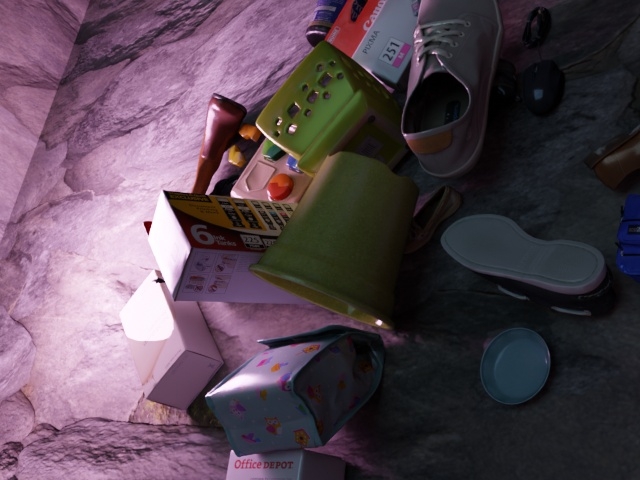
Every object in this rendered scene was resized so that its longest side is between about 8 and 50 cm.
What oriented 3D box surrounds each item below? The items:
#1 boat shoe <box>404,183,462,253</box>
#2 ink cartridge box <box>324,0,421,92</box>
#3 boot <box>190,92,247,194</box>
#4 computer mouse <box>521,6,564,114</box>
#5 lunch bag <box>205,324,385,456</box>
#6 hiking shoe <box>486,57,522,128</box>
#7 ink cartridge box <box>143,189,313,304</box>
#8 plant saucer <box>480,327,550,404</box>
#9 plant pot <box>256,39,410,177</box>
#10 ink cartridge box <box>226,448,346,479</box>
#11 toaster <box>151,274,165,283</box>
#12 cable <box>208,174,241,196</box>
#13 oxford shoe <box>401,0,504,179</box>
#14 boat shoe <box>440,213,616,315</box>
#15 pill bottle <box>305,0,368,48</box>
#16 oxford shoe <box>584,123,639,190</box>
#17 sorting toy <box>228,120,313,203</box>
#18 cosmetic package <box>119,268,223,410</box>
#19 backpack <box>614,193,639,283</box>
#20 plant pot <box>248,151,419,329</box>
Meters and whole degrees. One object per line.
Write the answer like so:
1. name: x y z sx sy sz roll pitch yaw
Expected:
1. boat shoe: 0.191 -0.040 1.391 0.153 0.048 0.056 -44 42 20
2. ink cartridge box: 0.144 -0.489 1.633 0.239 0.060 0.275 32 92 24
3. boot: -0.287 -0.210 1.903 0.280 0.096 0.264 -68 11 -14
4. computer mouse: 0.387 -0.327 1.356 0.071 0.041 0.242 -23 52 39
5. lunch bag: -0.031 0.244 1.341 0.223 0.160 0.262 -18 13 40
6. hiking shoe: 0.260 -0.243 1.407 0.227 0.086 0.114 -30 45 32
7. ink cartridge box: -0.173 -0.003 1.535 0.272 0.310 0.130 54 130 46
8. plant saucer: 0.299 0.192 1.154 0.119 0.021 0.119 -25 51 36
9. plant pot: 0.045 -0.222 1.530 0.228 0.227 0.207 -48 46 15
10. ink cartridge box: -0.075 0.501 1.304 0.197 0.114 0.272 -16 55 42
11. toaster: -0.263 0.036 1.735 0.168 0.186 0.110 -34 54 31
12. cable: -0.253 -0.082 1.905 0.184 0.047 0.150 -52 39 12
13. oxford shoe: 0.226 -0.327 1.348 0.169 0.130 0.449 -8 62 34
14. boat shoe: 0.311 0.041 1.176 0.114 0.091 0.303 -45 35 -11
15. pill bottle: 0.056 -0.553 1.789 0.123 0.123 0.219 11 76 50
16. oxford shoe: 0.501 -0.153 1.120 0.212 0.076 0.076 -39 73 22
17. sorting toy: -0.128 -0.182 1.791 0.307 0.041 0.229 26 85 43
18. cosmetic package: -0.355 0.226 1.780 0.160 0.113 0.309 -51 39 12
19. backpack: 0.453 -0.001 1.042 0.098 0.101 0.120 -1 70 55
20. plant pot: 0.048 -0.009 1.350 0.276 0.276 0.253 13 77 50
